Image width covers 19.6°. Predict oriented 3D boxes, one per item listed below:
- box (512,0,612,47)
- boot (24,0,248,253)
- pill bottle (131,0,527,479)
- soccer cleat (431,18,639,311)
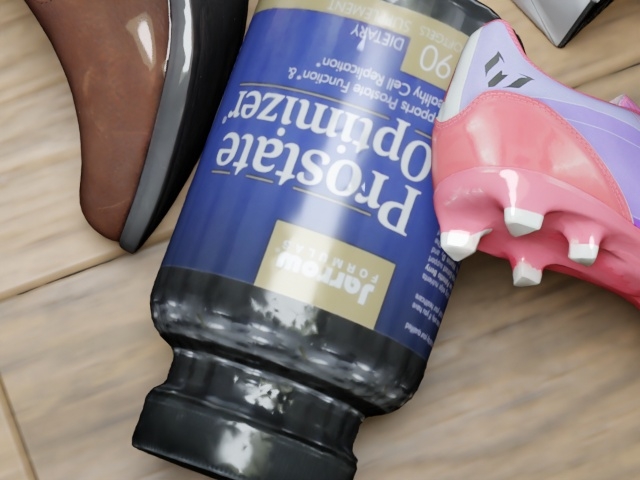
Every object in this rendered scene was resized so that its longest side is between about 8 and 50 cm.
[{"bbox_3d":[0.163,-0.251,0.856,0.290,0.087,0.169,-42,86,-9],"label":"box"},{"bbox_3d":[-0.173,-0.140,0.794,0.280,0.096,0.264,13,123,9],"label":"boot"},{"bbox_3d":[0.000,0.000,0.790,0.122,0.123,0.219,19,80,0],"label":"pill bottle"},{"bbox_3d":[0.145,-0.008,0.778,0.248,0.083,0.095,23,64,-34],"label":"soccer cleat"}]
